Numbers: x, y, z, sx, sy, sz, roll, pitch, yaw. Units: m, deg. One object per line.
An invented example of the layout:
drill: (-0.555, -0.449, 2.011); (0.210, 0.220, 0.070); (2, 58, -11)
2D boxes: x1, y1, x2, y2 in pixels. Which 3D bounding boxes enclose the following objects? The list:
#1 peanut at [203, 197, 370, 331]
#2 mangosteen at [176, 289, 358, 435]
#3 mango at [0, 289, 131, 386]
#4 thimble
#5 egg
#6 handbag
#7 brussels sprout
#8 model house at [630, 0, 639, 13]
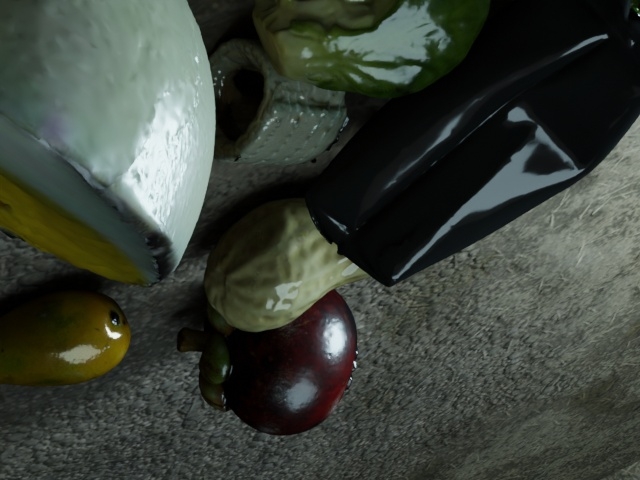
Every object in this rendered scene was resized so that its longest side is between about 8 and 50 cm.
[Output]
peanut: (0.000, 0.000, 1.422); (0.256, 0.123, 0.123); (-28, 154, 0)
mangosteen: (-0.058, 0.119, 1.552); (0.200, 0.200, 0.200); (-20, 154, -10)
mango: (-0.270, 0.101, 1.405); (0.163, 0.089, 0.111); (-9, 152, -14)
thimble: (-0.042, -0.114, 1.180); (0.090, 0.102, 0.115); (1, 175, -41)
egg: (-0.191, -0.126, 0.888); (0.201, 0.337, 0.337); (-63, 159, -15)
handbag: (0.159, -0.113, 1.258); (0.342, 0.152, 0.288); (-37, -174, 26)
brussels sprout: (0.045, -0.180, 1.098); (0.183, 0.131, 0.145); (-34, 147, 11)
model house: (0.366, -0.213, 1.366); (0.167, 0.088, 0.117); (-6, 148, -34)
